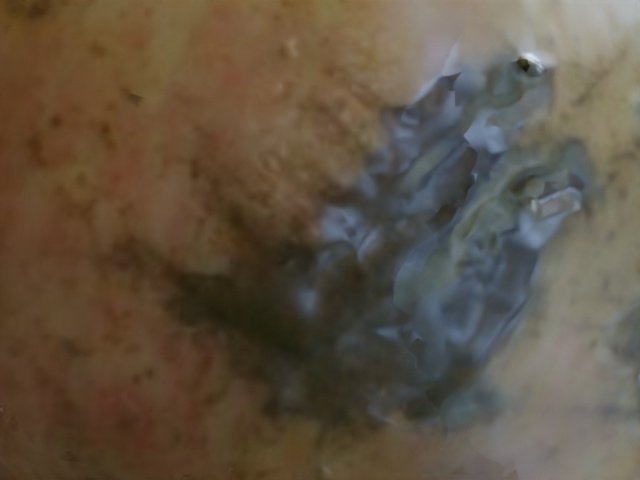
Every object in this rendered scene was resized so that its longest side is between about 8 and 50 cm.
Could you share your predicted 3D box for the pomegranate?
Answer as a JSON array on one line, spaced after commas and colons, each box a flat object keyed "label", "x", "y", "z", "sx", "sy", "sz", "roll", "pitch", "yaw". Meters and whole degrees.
[{"label": "pomegranate", "x": 0.000, "y": 0.000, "z": 0.556, "sx": 0.322, "sy": 0.322, "sz": 0.322, "roll": -2, "pitch": 90, "yaw": -81}]
